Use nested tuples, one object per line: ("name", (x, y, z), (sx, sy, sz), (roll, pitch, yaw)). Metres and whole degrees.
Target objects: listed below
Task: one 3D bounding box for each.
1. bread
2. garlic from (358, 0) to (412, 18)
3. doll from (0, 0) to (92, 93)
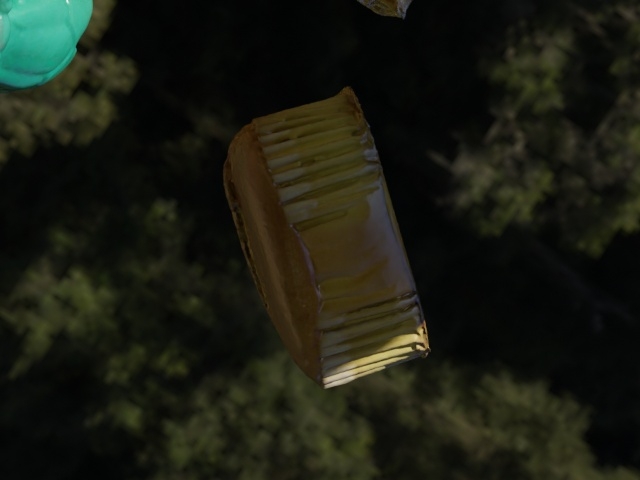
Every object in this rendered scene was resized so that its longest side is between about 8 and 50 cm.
("bread", (0.000, 0.000, 1.902), (0.156, 0.288, 0.204), (-16, -155, -3))
("garlic", (0.131, -0.358, 2.136), (0.245, 0.145, 0.164), (-39, -131, 19))
("doll", (-0.262, -0.188, 1.470), (0.195, 0.153, 0.258), (-58, 177, -8))
